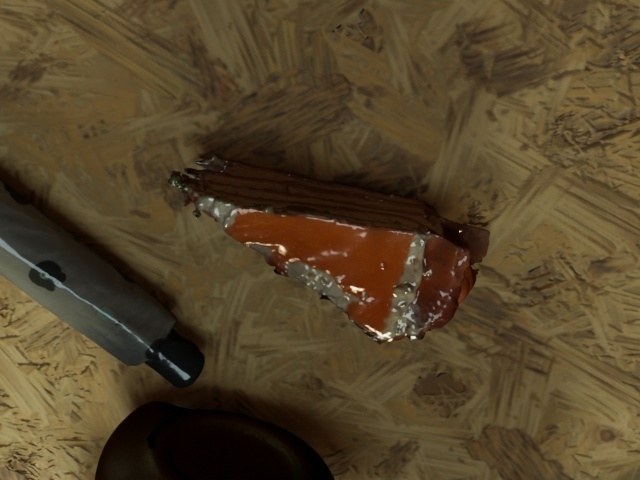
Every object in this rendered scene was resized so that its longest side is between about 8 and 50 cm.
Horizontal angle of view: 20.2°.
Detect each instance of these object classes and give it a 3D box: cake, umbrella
[{"bbox_3d":[-0.001,0.004,1.568,0.287,0.098,0.135,20,126,-6],"label":"cake"},{"bbox_3d":[-0.242,0.026,1.643,0.337,0.067,0.073,39,153,-18],"label":"umbrella"}]

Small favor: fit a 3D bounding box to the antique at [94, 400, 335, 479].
[{"bbox_3d":[-0.090,0.255,1.696,0.278,0.223,0.129,35,129,26],"label":"antique"}]
